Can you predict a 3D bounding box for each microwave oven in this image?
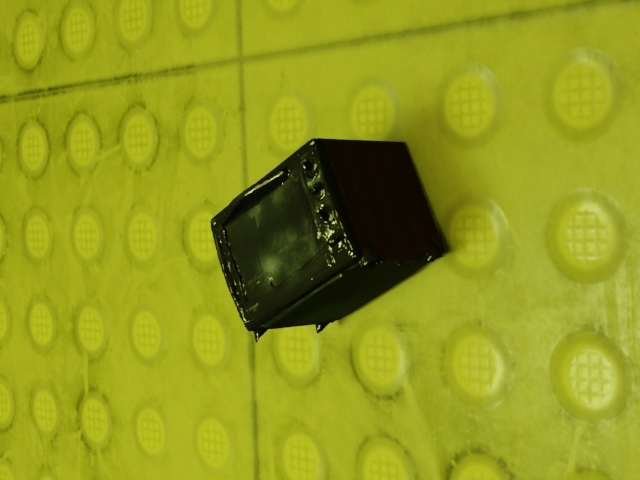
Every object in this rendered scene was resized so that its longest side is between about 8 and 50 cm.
[{"bbox_3d":[0.000,-0.002,1.505,0.247,0.188,0.178,-35,69,40],"label":"microwave oven"}]
